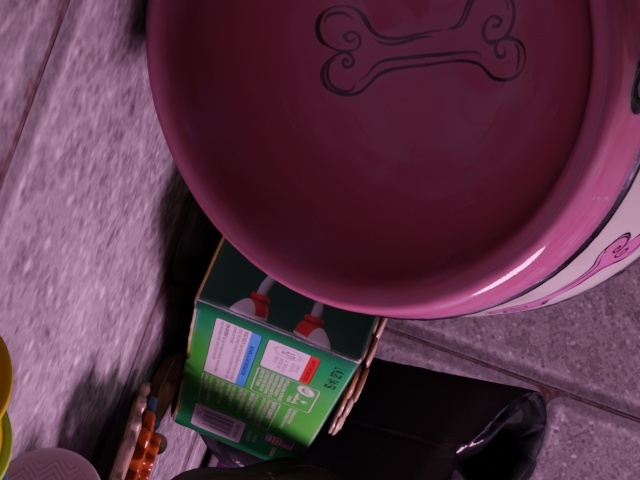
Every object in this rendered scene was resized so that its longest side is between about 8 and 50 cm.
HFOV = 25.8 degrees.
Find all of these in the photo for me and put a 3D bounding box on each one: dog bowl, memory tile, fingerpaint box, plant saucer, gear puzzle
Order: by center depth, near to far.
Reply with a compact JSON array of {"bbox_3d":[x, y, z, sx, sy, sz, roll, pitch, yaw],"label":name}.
[{"bbox_3d":[0.059,-0.131,0.925,0.150,0.408,0.408,-22,134,-57],"label":"dog bowl"},{"bbox_3d":[-0.167,0.230,1.194,0.339,0.044,0.175,-135,-116,-84],"label":"gear puzzle"},{"bbox_3d":[-0.161,0.149,1.422,0.083,0.015,0.083,20,90,-84],"label":"plant saucer"},{"bbox_3d":[0.045,0.121,1.433,0.113,0.012,0.148,112,2,-51],"label":"memory tile"},{"bbox_3d":[0.000,0.000,1.442,0.445,0.163,0.371,112,0,-67],"label":"fingerpaint box"}]

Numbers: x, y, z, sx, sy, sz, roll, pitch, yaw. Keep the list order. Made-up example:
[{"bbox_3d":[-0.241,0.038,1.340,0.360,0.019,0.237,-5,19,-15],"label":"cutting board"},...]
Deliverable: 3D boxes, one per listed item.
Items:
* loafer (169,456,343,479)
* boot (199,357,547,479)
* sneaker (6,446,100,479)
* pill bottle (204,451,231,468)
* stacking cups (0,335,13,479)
[{"bbox_3d":[-0.052,0.281,1.351,0.366,0.130,0.133,-13,106,-65],"label":"loafer"},{"bbox_3d":[0.084,0.155,1.646,0.445,0.146,0.367,8,-114,55],"label":"boot"},{"bbox_3d":[-0.225,0.277,1.009,0.169,0.108,0.292,-157,-96,-84],"label":"sneaker"},{"bbox_3d":[-0.070,0.311,1.939,0.169,0.169,0.301,87,24,-72],"label":"pill bottle"},{"bbox_3d":[-0.207,0.159,0.760,0.316,0.096,0.096,101,11,-51],"label":"stacking cups"}]
